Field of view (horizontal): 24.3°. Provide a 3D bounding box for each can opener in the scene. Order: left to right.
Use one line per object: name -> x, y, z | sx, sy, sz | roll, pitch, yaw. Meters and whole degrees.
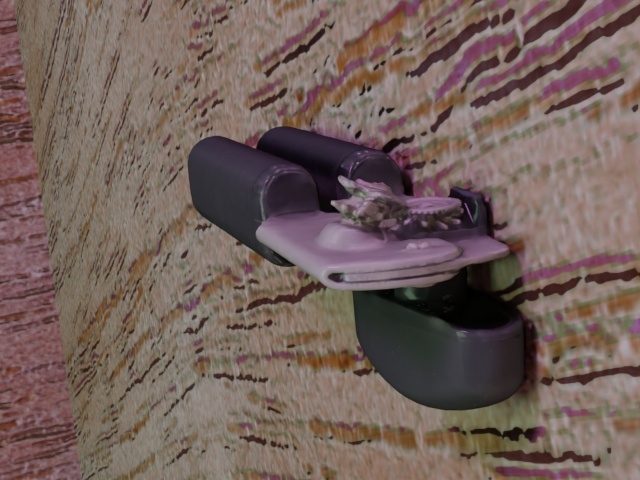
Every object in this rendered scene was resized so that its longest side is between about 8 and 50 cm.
can opener -> 0.000, 0.000, 0.650 | 0.280, 0.074, 0.093 | -144, 48, -68
